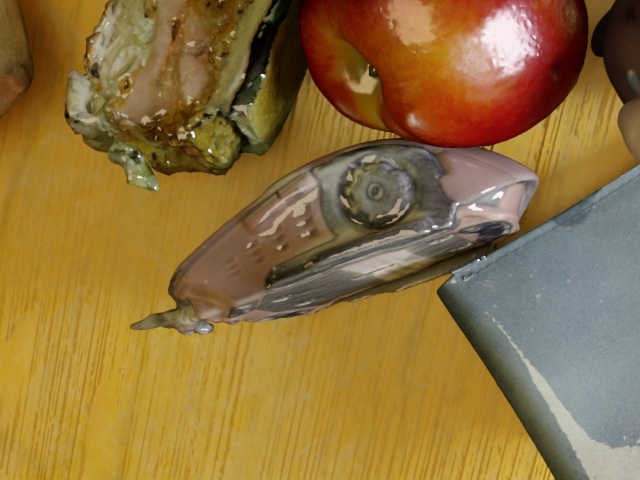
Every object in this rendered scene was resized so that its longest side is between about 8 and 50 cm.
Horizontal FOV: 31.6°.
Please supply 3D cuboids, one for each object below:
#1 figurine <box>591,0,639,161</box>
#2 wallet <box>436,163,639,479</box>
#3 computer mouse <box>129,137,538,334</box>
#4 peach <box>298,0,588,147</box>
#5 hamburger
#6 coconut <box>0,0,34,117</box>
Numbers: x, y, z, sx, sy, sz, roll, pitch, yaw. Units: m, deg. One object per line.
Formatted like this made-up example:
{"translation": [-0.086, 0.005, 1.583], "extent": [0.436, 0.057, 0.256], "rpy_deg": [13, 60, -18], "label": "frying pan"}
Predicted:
{"translation": [0.303, -0.247, 0.842], "extent": [0.218, 0.206, 0.365], "rpy_deg": [-10, 94, 10], "label": "figurine"}
{"translation": [0.276, 0.067, 0.925], "extent": [0.290, 0.054, 0.251], "rpy_deg": [-34, 74, 7], "label": "wallet"}
{"translation": [0.000, -0.006, 0.992], "extent": [0.389, 0.199, 0.115], "rpy_deg": [-19, 72, 18], "label": "computer mouse"}
{"translation": [0.105, -0.188, 0.902], "extent": [0.243, 0.199, 0.243], "rpy_deg": [1, 61, -1], "label": "peach"}
{"translation": [-0.099, -0.170, 0.996], "extent": [0.168, 0.192, 0.288], "rpy_deg": [19, 78, 8], "label": "hamburger"}
{"translation": [-0.377, -0.183, 1.056], "extent": [0.234, 0.224, 0.224], "rpy_deg": [21, 104, 25], "label": "coconut"}
